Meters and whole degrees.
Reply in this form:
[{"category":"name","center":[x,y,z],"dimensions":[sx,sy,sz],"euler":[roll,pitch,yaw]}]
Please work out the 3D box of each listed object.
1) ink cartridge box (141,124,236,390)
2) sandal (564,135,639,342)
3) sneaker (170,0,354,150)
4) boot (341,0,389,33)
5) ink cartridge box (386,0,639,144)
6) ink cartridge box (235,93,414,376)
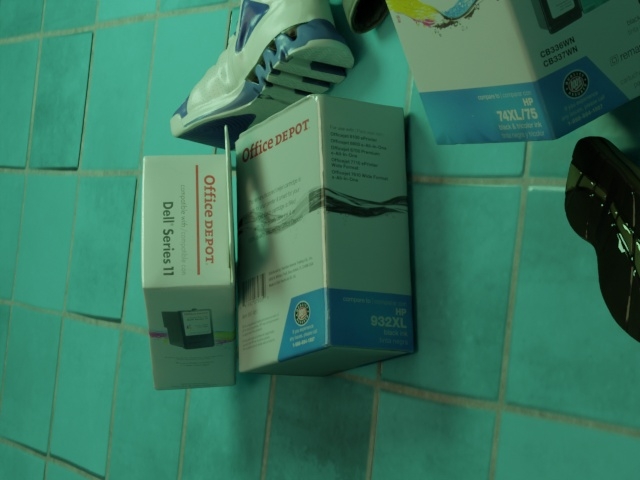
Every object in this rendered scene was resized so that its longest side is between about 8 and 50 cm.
[{"category":"ink cartridge box","center":[-0.170,0.026,2.206],"dimensions":[0.353,0.119,0.207],"euler":[94,173,-58]},{"category":"sandal","center":[0.313,-0.010,1.617],"dimensions":[0.302,0.086,0.120],"euler":[-104,28,-56]},{"category":"sneaker","center":[-0.073,-0.256,2.275],"dimensions":[0.315,0.127,0.182],"euler":[-33,53,44]},{"category":"boot","center":[0.051,-0.394,2.124],"dimensions":[0.189,0.076,0.208],"euler":[108,157,-46]},{"category":"ink cartridge box","center":[0.194,-0.254,1.636],"dimensions":[0.197,0.198,0.270],"euler":[3,118,59]},{"category":"ink cartridge box","center":[0.000,0.000,2.078],"dimensions":[0.223,0.129,0.307],"euler":[-22,66,57]}]
